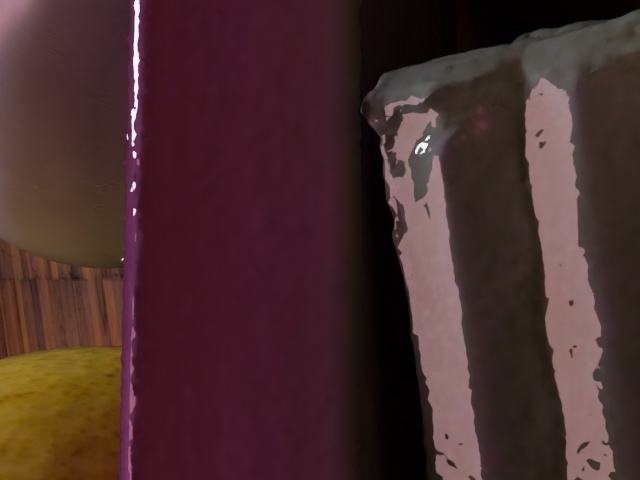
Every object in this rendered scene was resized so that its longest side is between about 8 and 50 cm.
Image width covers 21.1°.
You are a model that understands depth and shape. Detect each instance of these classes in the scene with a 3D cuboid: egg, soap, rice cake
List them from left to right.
[{"bbox_3d":[-0.086,-0.105,0.780,0.271,0.196,0.196,-52,46,40],"label":"egg"},{"bbox_3d":[-0.002,0.000,0.558,0.181,0.081,0.259,35,-126,-72],"label":"soap"},{"bbox_3d":[0.086,0.057,0.458,0.043,0.127,0.237,-16,-83,-70],"label":"rice cake"}]

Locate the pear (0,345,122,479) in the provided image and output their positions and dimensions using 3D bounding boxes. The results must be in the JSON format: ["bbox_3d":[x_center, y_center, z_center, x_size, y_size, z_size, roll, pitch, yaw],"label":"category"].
[{"bbox_3d":[-0.093,0.190,0.734,0.314,0.314,0.314,172,90,-72],"label":"pear"}]
